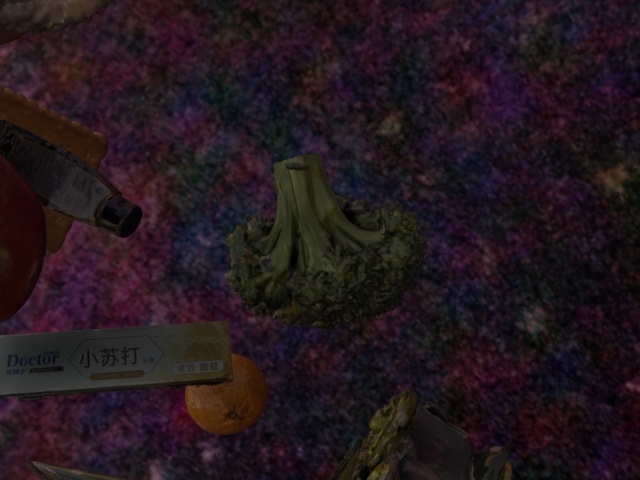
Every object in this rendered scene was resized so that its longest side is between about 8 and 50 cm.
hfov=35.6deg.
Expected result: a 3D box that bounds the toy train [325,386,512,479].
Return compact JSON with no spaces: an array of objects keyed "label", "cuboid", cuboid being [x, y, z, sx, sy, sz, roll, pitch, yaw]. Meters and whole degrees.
[{"label":"toy train","cuboid":[0.073,0.249,0.870,0.177,0.134,0.261,-60,-1,22]}]

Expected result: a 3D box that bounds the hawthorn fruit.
[{"label":"hawthorn fruit","cuboid":[-0.314,-0.002,0.819,0.189,0.189,0.189,-28,38,24]}]

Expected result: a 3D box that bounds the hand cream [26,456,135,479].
[{"label":"hand cream","cuboid":[-0.201,0.263,0.999,0.235,0.086,0.055,2,41,38]}]

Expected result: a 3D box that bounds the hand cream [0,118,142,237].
[{"label":"hand cream","cuboid":[-0.245,-0.053,0.944,0.062,0.163,0.039,-64,-10,13]}]

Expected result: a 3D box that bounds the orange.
[{"label":"orange","cuboid":[-0.199,0.325,2.111,0.178,0.177,0.155,-57,24,-16]}]

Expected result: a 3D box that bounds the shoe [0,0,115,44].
[{"label":"shoe","cuboid":[-0.267,-0.167,0.556,0.351,0.172,0.198,-32,37,-13]}]

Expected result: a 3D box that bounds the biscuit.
[{"label":"biscuit","cuboid":[-0.367,-0.092,1.108,0.030,0.249,0.160,26,91,48]}]

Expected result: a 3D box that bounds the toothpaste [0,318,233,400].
[{"label":"toothpaste","cuboid":[-0.277,0.161,1.343,0.071,0.312,0.089,133,134,-76]}]

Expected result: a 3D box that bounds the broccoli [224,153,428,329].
[{"label":"broccoli","cuboid":[0.001,0.015,1.491,0.288,0.235,0.260,-14,67,-13]}]
